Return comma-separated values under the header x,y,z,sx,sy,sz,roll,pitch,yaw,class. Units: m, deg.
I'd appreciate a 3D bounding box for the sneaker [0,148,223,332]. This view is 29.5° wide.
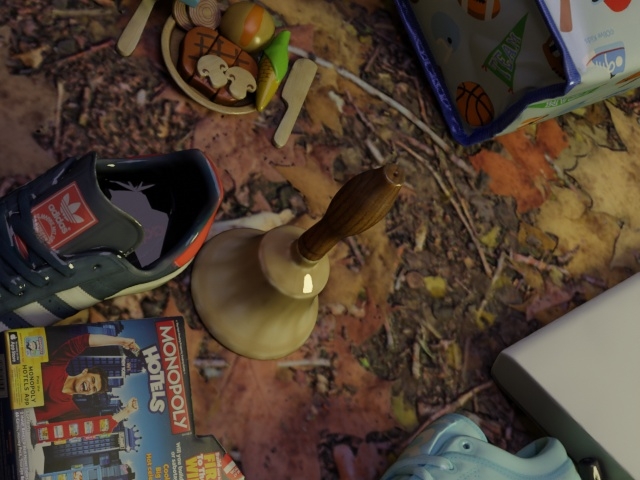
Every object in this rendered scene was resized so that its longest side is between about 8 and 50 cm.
x,y,z,sx,sy,sz,roll,pitch,yaw,class
-0.223,0.007,0.909,0.350,0.148,0.131,-27,83,-37,sneaker

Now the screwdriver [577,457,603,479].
x,y,z,sx,sy,sz,roll,pitch,yaw,class
0.255,0.279,1.113,0.025,0.024,0.170,-7,102,4,screwdriver

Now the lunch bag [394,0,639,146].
x,y,z,sx,sy,sz,roll,pitch,yaw,class
0.232,-0.333,1.303,0.328,0.239,0.385,-22,86,-35,lunch bag

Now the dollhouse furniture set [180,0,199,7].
x,y,z,sx,sy,sz,roll,pitch,yaw,class
-0.118,-0.422,1.097,0.198,0.286,0.303,25,44,-19,dollhouse furniture set

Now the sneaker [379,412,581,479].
x,y,z,sx,sy,sz,roll,pitch,yaw,class
0.081,0.223,1.006,0.366,0.135,0.150,7,62,-41,sneaker

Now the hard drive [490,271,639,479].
x,y,z,sx,sy,sz,roll,pitch,yaw,class
0.369,0.136,1.221,0.353,0.047,0.233,-23,58,-37,hard drive

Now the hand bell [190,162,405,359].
x,y,z,sx,sy,sz,roll,pitch,yaw,class
0.000,0.000,0.989,0.126,0.242,0.126,14,60,-26,hand bell

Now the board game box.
x,y,z,sx,sy,sz,roll,pitch,yaw,class
-0.148,0.158,0.915,0.194,0.060,0.194,-2,83,-37,board game box

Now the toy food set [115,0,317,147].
x,y,z,sx,sy,sz,roll,pitch,yaw,class
-0.090,-0.182,1.152,0.192,0.038,0.132,29,55,-16,toy food set
